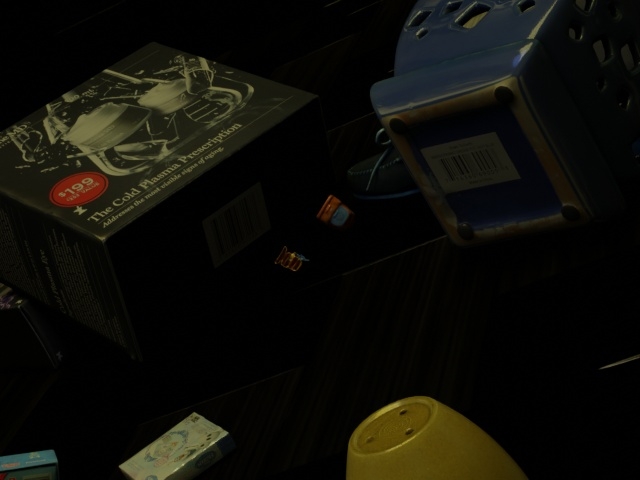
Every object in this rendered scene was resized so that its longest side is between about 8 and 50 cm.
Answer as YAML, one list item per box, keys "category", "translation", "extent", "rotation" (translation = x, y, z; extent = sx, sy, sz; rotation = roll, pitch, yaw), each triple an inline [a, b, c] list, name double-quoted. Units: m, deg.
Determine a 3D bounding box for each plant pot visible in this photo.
- category: "plant pot"
  translation: [0.200, -0.130, 1.422]
  extent: [0.236, 0.236, 0.212]
  rotation: [-11, 30, 42]
- category: "plant pot"
  translation: [0.070, 0.166, 0.997]
  extent: [0.134, 0.095, 0.134]
  rotation: [-26, 18, 9]

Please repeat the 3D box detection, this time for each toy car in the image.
- category: "toy car"
  translation: [0.000, 0.000, 1.697]
  extent: [0.040, 0.060, 0.122]
  rotation: [31, 71, 19]

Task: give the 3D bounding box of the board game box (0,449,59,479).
- category: "board game box"
  translation: [-0.299, 0.252, 1.083]
  extent: [0.211, 0.160, 0.039]
  rotation: [-6, 12, -15]

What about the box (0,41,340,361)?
- category: "box"
  translation: [-0.210, -0.062, 1.732]
  extent: [0.312, 0.179, 0.343]
  rotation: [21, 46, 40]

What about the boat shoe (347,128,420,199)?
- category: "boat shoe"
  translation: [0.137, -0.120, 1.705]
  extent: [0.258, 0.089, 0.109]
  rotation: [-17, 21, 32]

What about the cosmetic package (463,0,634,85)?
- category: "cosmetic package"
  translation: [0.281, -0.242, 1.773]
  extent: [0.238, 0.127, 0.107]
  rotation: [-22, 18, 25]

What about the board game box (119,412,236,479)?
- category: "board game box"
  translation: [-0.133, 0.201, 1.329]
  extent: [0.090, 0.020, 0.090]
  rotation: [-34, 19, -18]

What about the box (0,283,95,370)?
- category: "box"
  translation: [-0.328, 0.059, 1.891]
  extent: [0.184, 0.103, 0.261]
  rotation: [-5, 29, 46]
